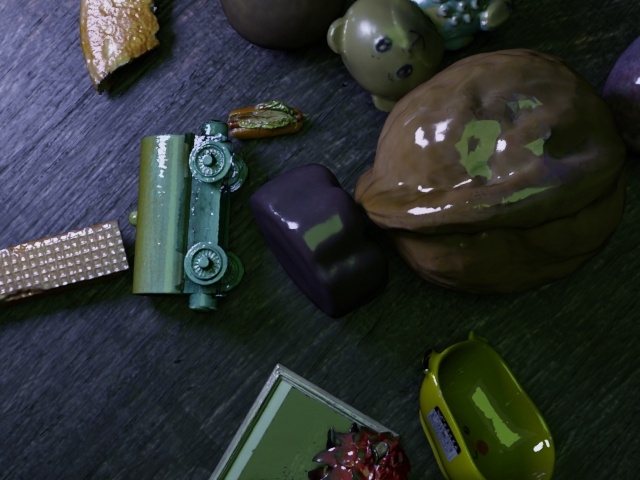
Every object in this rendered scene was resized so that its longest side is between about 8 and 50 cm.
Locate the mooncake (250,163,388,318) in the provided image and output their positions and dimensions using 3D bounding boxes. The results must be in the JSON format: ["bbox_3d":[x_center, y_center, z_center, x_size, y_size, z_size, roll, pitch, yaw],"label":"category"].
[{"bbox_3d":[0.000,0.000,1.742,0.133,0.245,0.245,-32,83,-6],"label":"mooncake"}]

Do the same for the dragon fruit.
[{"bbox_3d":[0.064,0.343,1.739,0.142,0.130,0.121,5,90,42],"label":"dragon fruit"}]

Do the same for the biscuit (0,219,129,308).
[{"bbox_3d":[-0.490,0.055,1.841,0.378,0.054,0.094,-15,82,0],"label":"biscuit"}]

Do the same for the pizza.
[{"bbox_3d":[-0.327,-0.372,1.890,0.134,0.056,0.271,-3,81,3],"label":"pizza"}]

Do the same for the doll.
[{"bbox_3d":[0.148,-0.339,1.819,0.260,0.161,0.177,-43,113,-5],"label":"doll"}]

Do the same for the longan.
[{"bbox_3d":[-0.065,-0.400,1.823,0.198,0.198,0.212,-32,83,-2],"label":"longan"}]

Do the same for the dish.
[{"bbox_3d":[0.227,0.282,1.747,0.108,0.221,0.262,-37,78,37],"label":"dish"}]

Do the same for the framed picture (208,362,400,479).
[{"bbox_3d":[-0.044,0.373,1.808,0.231,0.018,0.293,30,85,5],"label":"framed picture"}]

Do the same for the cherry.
[{"bbox_3d":[0.555,-0.233,1.787,0.266,0.183,0.213,-37,74,12],"label":"cherry"}]

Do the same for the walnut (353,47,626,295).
[{"bbox_3d":[0.261,-0.090,1.705,0.383,0.383,0.384,0,83,2],"label":"walnut"}]

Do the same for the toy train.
[{"bbox_3d":[-0.211,-0.040,1.810,0.189,0.126,0.307,2,83,2],"label":"toy train"}]

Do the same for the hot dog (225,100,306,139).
[{"bbox_3d":[-0.088,-0.194,1.868,0.133,0.041,0.056,-6,83,1],"label":"hot dog"}]
